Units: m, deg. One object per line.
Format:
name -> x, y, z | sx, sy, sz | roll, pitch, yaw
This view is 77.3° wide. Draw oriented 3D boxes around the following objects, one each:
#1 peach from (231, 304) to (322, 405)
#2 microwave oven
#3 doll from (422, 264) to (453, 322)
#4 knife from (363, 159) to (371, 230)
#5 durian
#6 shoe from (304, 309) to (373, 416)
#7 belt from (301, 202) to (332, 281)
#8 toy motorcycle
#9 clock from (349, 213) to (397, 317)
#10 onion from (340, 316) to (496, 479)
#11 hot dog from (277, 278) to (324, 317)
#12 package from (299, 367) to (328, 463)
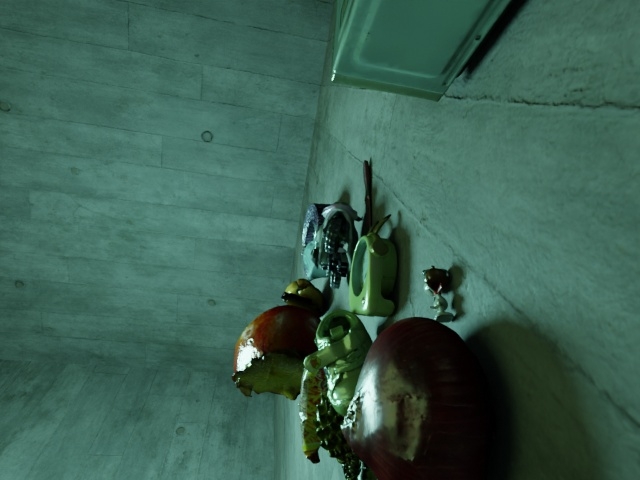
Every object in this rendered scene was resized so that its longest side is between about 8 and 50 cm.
peach -> -0.133, 0.400, 1.395 | 0.416, 0.340, 0.352 | 177, 100, -76
microwave oven -> 0.153, -0.442, 0.603 | 0.286, 0.219, 0.354 | 123, 153, -67
doll -> 0.180, 0.081, 0.615 | 0.085, 0.040, 0.058 | -89, -3, -56
knife -> 0.132, -0.127, 1.137 | 0.035, 0.018, 0.247 | 119, 155, -61
durian -> 0.059, 0.390, 0.844 | 0.107, 0.132, 0.374 | -28, 34, 25
shoe -> 0.051, 0.254, 0.854 | 0.140, 0.128, 0.262 | -36, 21, 13
belt -> 0.000, 0.000, 1.535 | 0.324, 0.122, 0.260 | 112, 157, -53
toy motorcycle -> 0.054, 0.009, 1.195 | 0.326, 0.143, 0.187 | 83, -164, -59
clock -> 0.121, 0.056, 0.909 | 0.170, 0.069, 0.231 | 135, 142, -77
onion -> 0.125, 0.227, 0.528 | 0.248, 0.162, 0.247 | -11, 77, 59
hot dog -> -0.073, 0.233, 1.639 | 0.326, 0.194, 0.107 | 113, 174, -67
package -> 0.003, 0.442, 1.131 | 0.223, 0.109, 0.287 | 12, -96, -69
